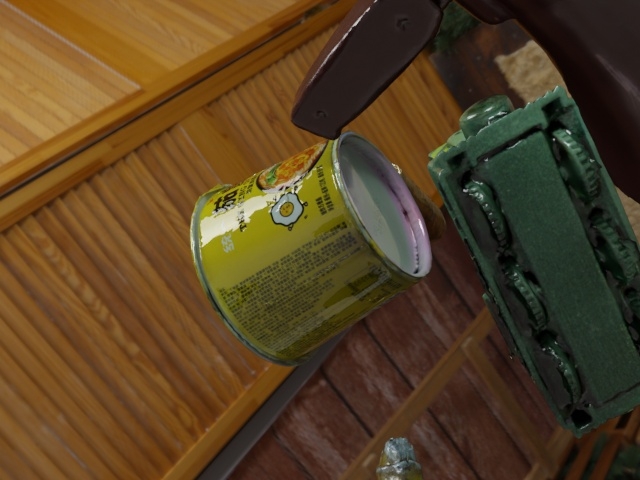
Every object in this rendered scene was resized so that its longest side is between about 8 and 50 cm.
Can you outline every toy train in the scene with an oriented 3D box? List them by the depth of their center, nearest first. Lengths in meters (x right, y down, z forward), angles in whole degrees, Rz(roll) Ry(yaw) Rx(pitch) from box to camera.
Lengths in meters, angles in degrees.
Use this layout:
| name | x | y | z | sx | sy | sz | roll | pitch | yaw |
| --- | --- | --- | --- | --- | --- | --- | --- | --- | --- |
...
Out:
| name | x | y | z | sx | sy | sz | roll | pitch | yaw |
| --- | --- | --- | --- | --- | --- | --- | --- | --- | --- |
| toy train | 0.205 | 0.016 | 0.580 | 0.330 | 0.138 | 0.178 | 60 | -178 | -14 |

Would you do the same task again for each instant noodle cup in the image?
| name | x | y | z | sx | sy | sz | roll | pitch | yaw |
| --- | --- | --- | --- | --- | --- | --- | --- | --- | --- |
| instant noodle cup | 0.000 | 0.000 | 0.937 | 0.254 | 0.325 | 0.326 | -29 | 103 | 28 |

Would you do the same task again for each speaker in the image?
| name | x | y | z | sx | sy | sz | roll | pitch | yaw |
| --- | --- | --- | --- | --- | --- | --- | --- | --- | --- |
| speaker | 0.129 | -0.156 | 0.377 | 0.329 | 0.198 | 0.259 | 23 | 164 | -20 |

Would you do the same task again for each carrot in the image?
| name | x | y | z | sx | sy | sz | roll | pitch | yaw |
| --- | --- | --- | --- | --- | --- | --- | --- | --- | --- |
| carrot | 0.186 | -0.072 | 1.334 | 0.114 | 0.114 | 0.302 | 18 | 170 | 35 |

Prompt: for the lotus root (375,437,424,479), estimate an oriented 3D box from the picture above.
| name | x | y | z | sx | sy | sz | roll | pitch | yaw |
| --- | --- | --- | --- | --- | --- | --- | --- | --- | --- |
| lotus root | 0.112 | 0.427 | 0.781 | 0.140 | 0.158 | 0.322 | 162 | 108 | -80 |
